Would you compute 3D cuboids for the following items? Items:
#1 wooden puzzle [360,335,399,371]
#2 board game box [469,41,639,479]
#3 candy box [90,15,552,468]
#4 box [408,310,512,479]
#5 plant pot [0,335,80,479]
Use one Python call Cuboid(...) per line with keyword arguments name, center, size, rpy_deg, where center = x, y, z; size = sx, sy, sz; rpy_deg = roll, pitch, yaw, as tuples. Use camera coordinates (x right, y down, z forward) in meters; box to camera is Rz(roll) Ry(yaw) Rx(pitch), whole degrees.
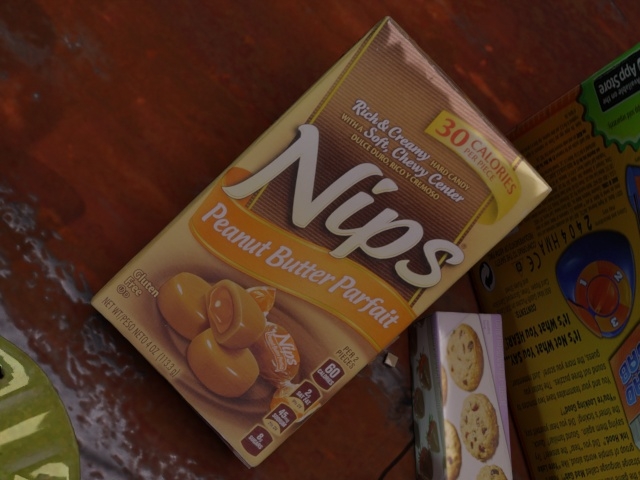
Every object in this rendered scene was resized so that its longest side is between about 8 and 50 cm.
Cuboid(name="wooden puzzle", center=(0.034, 0.078, 1.300), size=(0.049, 0.006, 0.083), rpy_deg=(-40, 92, -25))
Cuboid(name="board game box", center=(0.372, 0.033, 1.249), size=(0.356, 0.356, 0.356), rpy_deg=(-11, 80, -23))
Cuboid(name="candy box", center=(0.000, 0.000, 1.183), size=(0.316, 0.087, 0.183), rpy_deg=(-43, 94, 8))
Cuboid(name="box", center=(0.121, 0.220, 1.263), size=(0.067, 0.063, 0.323), rpy_deg=(4, 74, -19))
Cuboid(name="plant pot", center=(-0.263, 0.158, 0.951), size=(0.276, 0.254, 0.276), rpy_deg=(5, 74, -20))
